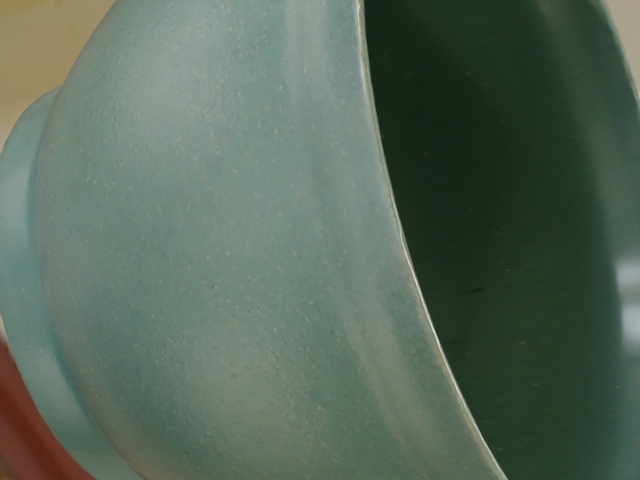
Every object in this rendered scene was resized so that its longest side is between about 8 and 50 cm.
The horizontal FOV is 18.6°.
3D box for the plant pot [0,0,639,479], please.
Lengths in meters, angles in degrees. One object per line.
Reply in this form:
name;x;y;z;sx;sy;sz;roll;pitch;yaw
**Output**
plant pot;0.000;0.000;0.754;0.293;0.196;0.293;40;43;-50
